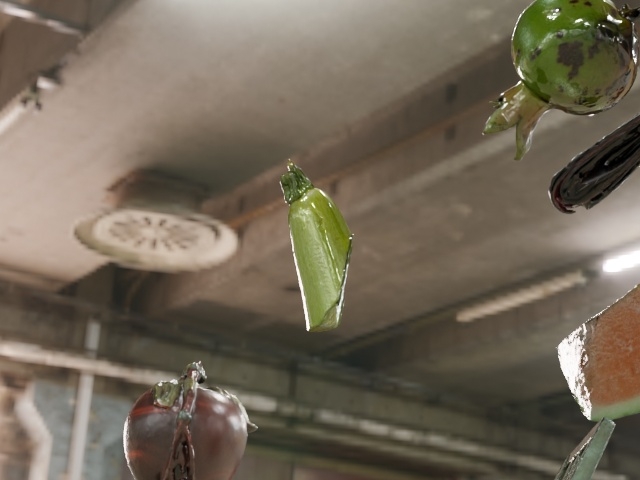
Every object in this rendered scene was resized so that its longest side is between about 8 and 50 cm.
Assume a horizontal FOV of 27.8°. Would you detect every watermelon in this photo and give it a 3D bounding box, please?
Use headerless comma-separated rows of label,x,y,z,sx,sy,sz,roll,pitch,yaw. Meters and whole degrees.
watermelon,0.380,0.109,1.560,0.231,0.128,0.146,-37,5,-1

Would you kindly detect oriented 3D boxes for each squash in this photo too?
squash,0.003,0.000,1.492,0.075,0.200,0.090,-15,-9,19

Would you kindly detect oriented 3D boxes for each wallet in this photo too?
wallet,0.456,-0.151,1.801,0.221,0.071,0.262,-30,-11,-46

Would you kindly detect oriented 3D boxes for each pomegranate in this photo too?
pomegranate,0.283,-0.189,1.510,0.156,0.220,0.156,27,7,-4

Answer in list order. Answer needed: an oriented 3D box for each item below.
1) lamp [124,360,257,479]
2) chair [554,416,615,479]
lamp,-0.176,0.267,1.596,0.151,0.223,0.215,22,-20,10
chair,0.270,0.341,1.329,0.147,0.270,0.136,35,-31,10
